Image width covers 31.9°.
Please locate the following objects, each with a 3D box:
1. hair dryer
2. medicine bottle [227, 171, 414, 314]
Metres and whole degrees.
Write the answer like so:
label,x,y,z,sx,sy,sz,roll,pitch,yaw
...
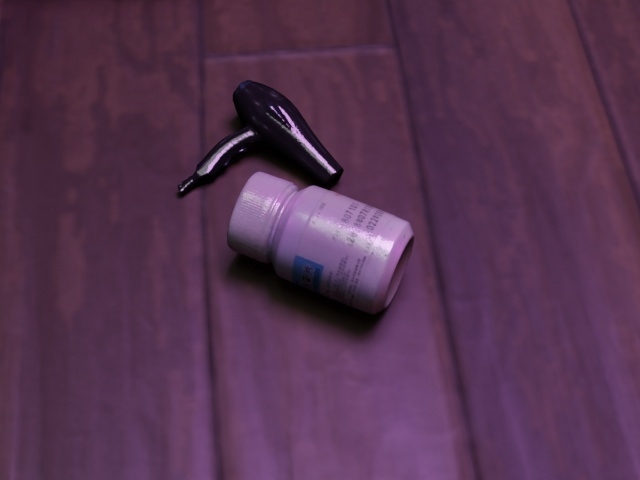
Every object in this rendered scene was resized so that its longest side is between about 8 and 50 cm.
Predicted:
label,x,y,z,sx,sy,sz,roll,pitch,yaw
hair dryer,-0.039,-0.044,0.632,0.083,0.031,0.079,-40,74,-12
medicine bottle,0.000,0.000,0.580,0.089,0.052,0.052,22,56,12
